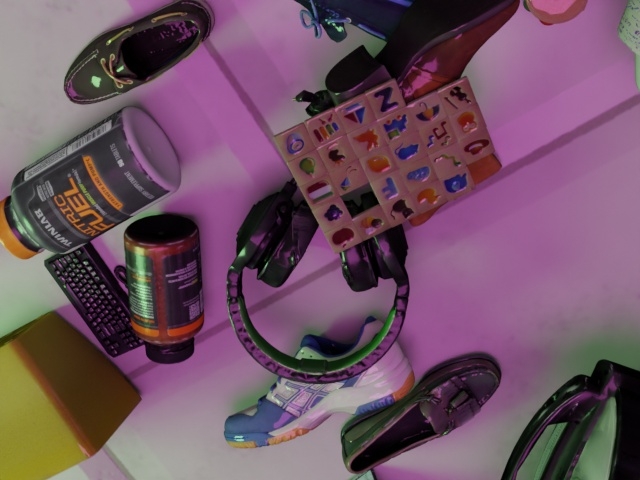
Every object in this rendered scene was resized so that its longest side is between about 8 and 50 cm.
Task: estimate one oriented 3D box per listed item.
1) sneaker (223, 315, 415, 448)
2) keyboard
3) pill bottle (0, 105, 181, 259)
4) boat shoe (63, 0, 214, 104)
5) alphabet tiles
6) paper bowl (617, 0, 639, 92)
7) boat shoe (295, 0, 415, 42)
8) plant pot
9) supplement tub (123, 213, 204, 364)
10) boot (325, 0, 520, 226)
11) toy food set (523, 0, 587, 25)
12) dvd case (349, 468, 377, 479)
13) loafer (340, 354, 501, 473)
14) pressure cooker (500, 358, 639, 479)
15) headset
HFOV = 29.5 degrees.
[{"bbox_3d":[-0.016,0.202,1.751,0.296,0.112,0.131,-23,94,12],"label":"sneaker"},{"bbox_3d":[-0.307,0.081,1.743,0.108,0.023,0.180,-26,112,15],"label":"keyboard"},{"bbox_3d":[-0.317,-0.066,1.615,0.245,0.130,0.130,-29,110,17],"label":"pill bottle"},{"bbox_3d":[-0.242,-0.238,1.561,0.227,0.069,0.081,-28,110,16],"label":"boat shoe"},{"bbox_3d":[0.088,-0.103,1.474,0.237,0.009,0.198,-25,127,4],"label":"alphabet tiles"},{"bbox_3d":[0.482,-0.207,1.410,0.284,0.284,0.148,16,116,-4],"label":"paper bowl"},{"bbox_3d":[0.031,-0.282,1.503,0.258,0.109,0.089,19,114,-3],"label":"boat shoe"},{"bbox_3d":[-0.417,0.227,1.730,0.212,0.212,0.187,-28,98,16],"label":"plant pot"},{"bbox_3d":[-0.215,0.071,1.685,0.106,0.106,0.198,1,115,3],"label":"supplement tub"},{"bbox_3d":[0.173,-0.165,1.518,0.264,0.096,0.280,-39,133,0],"label":"boot"},{"bbox_3d":[0.294,-0.310,1.519,0.083,0.020,0.083,-8,115,7],"label":"toy food set"},{"bbox_3d":[0.063,0.412,1.827,0.087,0.119,0.013,-39,137,20],"label":"dvd case"},{"bbox_3d":[0.148,0.262,1.763,0.267,0.084,0.096,-32,109,17],"label":"loafer"},{"bbox_3d":[0.446,0.375,1.631,0.420,0.370,0.375,19,144,-3],"label":"pressure cooker"},{"bbox_3d":[0.000,0.000,1.593,0.243,0.185,0.394,4,99,2],"label":"headset"}]
